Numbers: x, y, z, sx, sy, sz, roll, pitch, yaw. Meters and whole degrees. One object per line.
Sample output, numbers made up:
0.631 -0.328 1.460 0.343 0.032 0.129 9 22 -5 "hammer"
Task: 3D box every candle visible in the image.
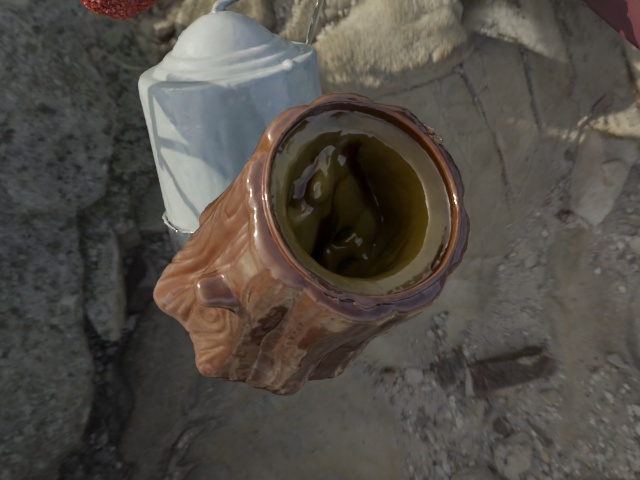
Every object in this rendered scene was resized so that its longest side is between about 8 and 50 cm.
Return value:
-0.097 -0.122 0.993 0.221 0.221 0.342 -8 113 6 "candle"

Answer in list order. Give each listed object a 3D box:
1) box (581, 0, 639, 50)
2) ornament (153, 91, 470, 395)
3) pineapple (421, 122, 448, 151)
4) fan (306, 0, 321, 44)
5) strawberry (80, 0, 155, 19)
0.517 -0.407 1.259 0.168 0.193 0.294 -17 44 -7 "box"
0.000 0.000 0.686 0.235 0.217 0.221 10 67 -17 "ornament"
0.178 -0.168 1.818 0.176 0.161 0.136 17 63 24 "pineapple"
0.000 -0.516 1.746 0.010 0.310 0.182 16 58 -1 "fan"
-0.476 -0.704 2.024 0.267 0.351 0.312 42 84 -15 "strawberry"
